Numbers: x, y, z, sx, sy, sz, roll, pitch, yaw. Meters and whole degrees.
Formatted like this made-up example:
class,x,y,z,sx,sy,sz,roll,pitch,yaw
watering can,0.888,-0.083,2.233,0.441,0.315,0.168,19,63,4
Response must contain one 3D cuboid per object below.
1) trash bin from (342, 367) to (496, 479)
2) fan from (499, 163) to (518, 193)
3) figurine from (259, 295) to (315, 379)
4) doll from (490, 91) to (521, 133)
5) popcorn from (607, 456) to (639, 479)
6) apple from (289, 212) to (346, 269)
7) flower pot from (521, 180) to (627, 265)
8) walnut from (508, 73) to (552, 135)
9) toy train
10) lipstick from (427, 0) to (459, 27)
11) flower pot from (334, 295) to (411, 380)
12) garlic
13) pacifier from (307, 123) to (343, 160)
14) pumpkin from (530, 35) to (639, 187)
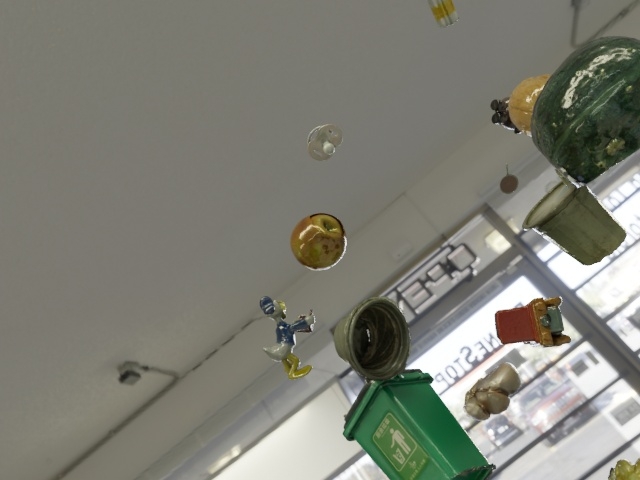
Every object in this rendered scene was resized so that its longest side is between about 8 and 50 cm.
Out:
class,x,y,z,sx,sy,sz,roll,pitch,yaw
trash bin,0.285,0.572,1.579,0.295,0.381,0.259,9,-62,-40
fan,0.809,-0.265,2.366,0.085,0.005,0.133,-15,-71,-2
figurine,-0.130,0.362,2.296,0.283,0.338,0.205,-40,14,-32
doll,0.815,-0.518,2.266,0.258,0.181,0.117,-3,0,-31
popcorn,0.924,0.765,1.575,0.252,0.215,0.286,21,-92,-65
apple,0.000,0.000,2.162,0.237,0.236,0.207,-9,-25,-48
flower pot,0.692,-0.043,1.494,0.212,0.202,0.212,-46,2,2
walnut,0.560,-0.335,1.380,0.165,0.165,0.197,-50,17,25
toy train,0.714,0.289,1.883,0.232,0.163,0.369,-8,-13,13
lipstick,0.276,-0.674,1.399,0.059,0.059,0.264,-36,-62,-4
flower pot,0.130,0.275,1.545,0.236,0.235,0.141,-21,4,-34
garlic,0.691,0.611,2.210,0.279,0.132,0.325,-50,-8,-13
pacifier,0.011,-0.237,1.351,0.082,0.078,0.099,27,-67,-28
pumpkin,0.505,-0.250,1.018,0.263,0.197,0.293,-44,-5,23
